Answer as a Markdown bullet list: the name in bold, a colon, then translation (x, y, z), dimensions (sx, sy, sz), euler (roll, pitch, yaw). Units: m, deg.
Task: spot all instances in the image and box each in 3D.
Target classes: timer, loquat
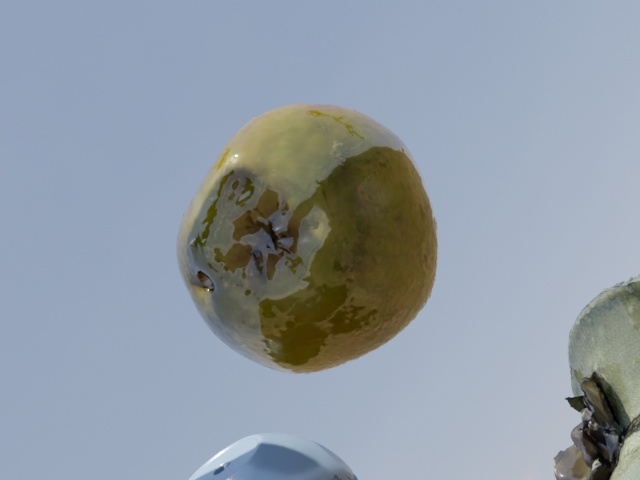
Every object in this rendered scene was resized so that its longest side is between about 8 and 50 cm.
- **timer**: translation (-0.008, 0.266, 1.426), dimensions (0.175, 0.255, 0.175), euler (-34, -12, -8)
- **loquat**: translation (0.000, 0.000, 1.478), dimensions (0.213, 0.213, 0.246), euler (-58, -19, 9)

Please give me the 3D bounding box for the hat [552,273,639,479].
- **hat**: translation (0.204, 0.143, 0.864), dimensions (0.130, 0.257, 0.257), euler (-56, -13, -30)
